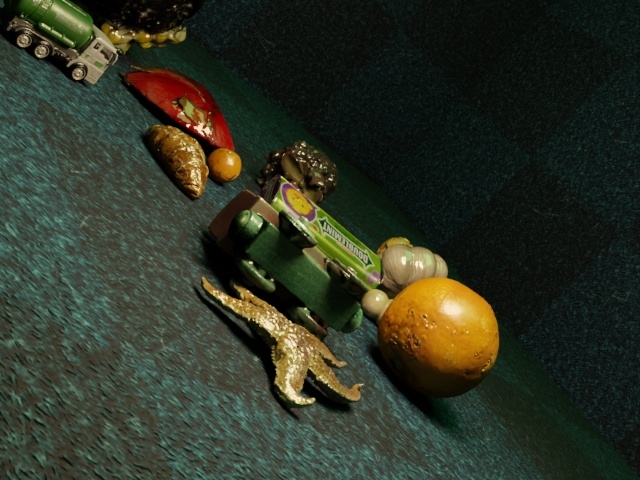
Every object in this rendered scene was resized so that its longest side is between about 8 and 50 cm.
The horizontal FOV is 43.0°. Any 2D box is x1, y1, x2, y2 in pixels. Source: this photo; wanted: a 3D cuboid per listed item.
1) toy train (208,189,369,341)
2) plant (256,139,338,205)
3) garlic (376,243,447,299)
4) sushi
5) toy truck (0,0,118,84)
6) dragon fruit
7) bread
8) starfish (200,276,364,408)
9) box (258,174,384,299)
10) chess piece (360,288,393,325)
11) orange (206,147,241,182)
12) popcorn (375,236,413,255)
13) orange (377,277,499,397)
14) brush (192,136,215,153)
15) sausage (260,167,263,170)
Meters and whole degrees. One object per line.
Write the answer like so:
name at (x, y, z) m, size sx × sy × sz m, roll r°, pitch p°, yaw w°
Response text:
toy train at (-0.055, 0.045, 1.435) m, size 0.304 × 0.150 × 0.221 m, roll 44°, pitch -4°, yaw -26°
plant at (-0.059, -0.167, 2.180) m, size 0.204 × 0.178 × 0.234 m, roll 55°, pitch 22°, yaw 4°
garlic at (0.228, 0.133, 2.107) m, size 0.218 × 0.219 × 0.212 m, roll 35°, pitch 42°, yaw -37°
sushi at (-0.521, -0.636, 2.133) m, size 0.328 × 0.285 × 0.329 m, roll 39°, pitch 32°, yaw 6°
toy truck at (-0.518, -0.415, 1.600) m, size 0.242 × 0.125 × 0.101 m, roll 31°, pitch 15°, yaw -52°
dragon fruit at (-0.350, -0.354, 2.013) m, size 0.282 × 0.100 × 0.343 m, roll 20°, pitch 20°, yaw -43°
bread at (-0.281, -0.172, 1.651) m, size 0.105 × 0.076 × 0.233 m, roll 27°, pitch 20°, yaw -50°
starfish at (-0.054, 0.149, 1.259) m, size 0.302 × 0.060 × 0.299 m, roll 43°, pitch 13°, yaw 6°
box at (0.002, -0.004, 1.920) m, size 0.345 × 0.097 × 0.134 m, roll 40°, pitch 30°, yaw -21°
chess piece at (0.169, 0.180, 1.904) m, size 0.170 × 0.094 × 0.094 m, roll 36°, pitch 11°, yaw -2°
orange at (-0.221, -0.170, 1.849) m, size 0.083 × 0.083 × 0.083 m, roll 41°, pitch 11°, yaw -9°
popcorn at (0.221, 0.067, 2.401) m, size 0.163 × 0.140 × 0.194 m, roll 48°, pitch 18°, yaw -22°
orange at (0.243, 0.197, 1.658) m, size 0.246 × 0.246 × 0.246 m, roll 41°, pitch 11°, yaw -9°
brush at (-0.321, -0.273, 2.055) m, size 0.193 × 0.016 × 0.063 m, roll 51°, pitch 13°, yaw 34°
sausage at (-0.131, -0.184, 2.380) m, size 0.132 × 0.024 × 0.024 m, roll 31°, pitch 16°, yaw -52°
